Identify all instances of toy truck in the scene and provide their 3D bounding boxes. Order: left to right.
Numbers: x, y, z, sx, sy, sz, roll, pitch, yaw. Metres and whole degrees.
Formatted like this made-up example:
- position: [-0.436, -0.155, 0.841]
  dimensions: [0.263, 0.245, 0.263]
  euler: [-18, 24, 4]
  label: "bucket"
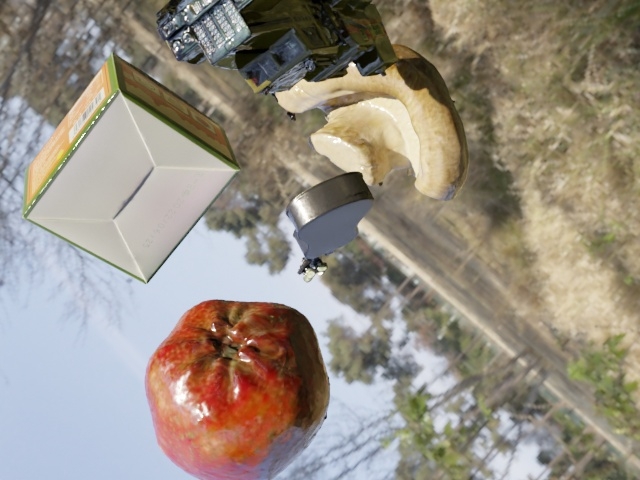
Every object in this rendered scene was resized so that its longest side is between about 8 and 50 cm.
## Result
- position: [-0.028, -0.198, 0.801]
  dimensions: [0.257, 0.127, 0.127]
  euler: [-17, -101, -59]
  label: "toy truck"

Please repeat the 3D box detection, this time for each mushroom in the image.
- position: [0.074, -0.176, 1.085]
  dimensions: [0.285, 0.151, 0.156]
  euler: [33, -131, 17]
  label: "mushroom"

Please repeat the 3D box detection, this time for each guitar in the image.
- position: [0.001, 0.002, 0.924]
  dimensions: [0.271, 0.084, 0.038]
  euler: [104, 142, -70]
  label: "guitar"

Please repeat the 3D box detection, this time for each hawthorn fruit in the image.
- position: [-0.107, 0.222, 1.196]
  dimensions: [0.254, 0.254, 0.300]
  euler: [44, 158, 30]
  label: "hawthorn fruit"

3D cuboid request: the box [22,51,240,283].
- position: [-0.234, -0.089, 1.060]
  dimensions: [0.177, 0.195, 0.148]
  euler: [32, -164, -30]
  label: "box"
